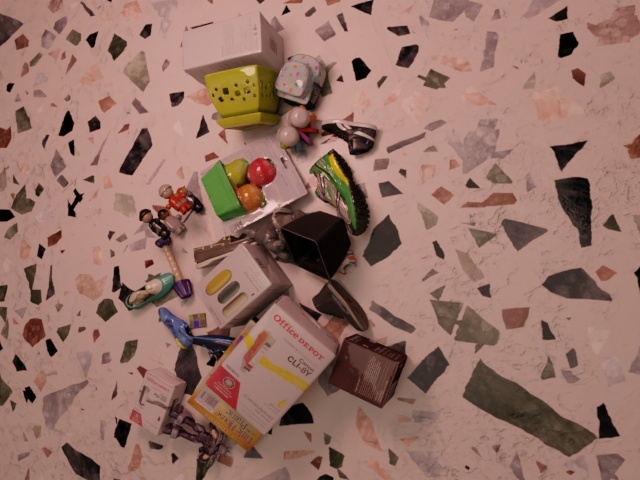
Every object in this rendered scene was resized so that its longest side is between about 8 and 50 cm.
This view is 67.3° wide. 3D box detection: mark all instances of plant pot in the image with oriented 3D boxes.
[{"bbox_3d":[-0.288,-0.545,1.876,0.229,0.227,0.207,-4,99,19],"label":"plant pot"},{"bbox_3d":[0.000,0.000,1.720,0.188,0.187,0.167,22,54,43],"label":"plant pot"}]

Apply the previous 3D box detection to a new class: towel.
[{"bbox_3d":[-0.507,0.331,1.986,0.083,0.009,0.060,-8,83,19],"label":"towel"}]

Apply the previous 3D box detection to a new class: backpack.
[{"bbox_3d":[-0.073,-0.622,1.855,0.166,0.144,0.188,25,90,26],"label":"backpack"}]

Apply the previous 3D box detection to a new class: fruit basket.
[{"bbox_3d":[-0.268,-0.225,1.894,0.353,0.165,0.326,-27,68,-4],"label":"fruit basket"}]

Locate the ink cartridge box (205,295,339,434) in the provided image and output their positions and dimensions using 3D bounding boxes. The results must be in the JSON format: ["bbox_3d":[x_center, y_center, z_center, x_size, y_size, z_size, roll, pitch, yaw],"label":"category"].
[{"bbox_3d":[-0.162,0.425,1.677,0.279,0.160,0.384,41,97,2],"label":"ink cartridge box"}]

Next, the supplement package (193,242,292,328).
[{"bbox_3d":[-0.290,0.173,1.823,0.263,0.198,0.199,-41,74,12],"label":"supplement package"}]

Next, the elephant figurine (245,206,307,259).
[{"bbox_3d":[-0.123,-0.059,1.827,0.239,0.186,0.169,-55,36,-4],"label":"elephant figurine"}]

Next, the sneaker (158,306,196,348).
[{"bbox_3d":[-0.586,0.345,1.984,0.082,0.069,0.209,-43,74,8],"label":"sneaker"}]

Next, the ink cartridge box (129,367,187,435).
[{"bbox_3d":[-0.663,0.656,1.968,0.159,0.092,0.217,21,90,20],"label":"ink cartridge box"}]

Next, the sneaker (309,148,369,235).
[{"bbox_3d":[0.071,-0.162,1.778,0.146,0.134,0.343,-32,66,22],"label":"sneaker"}]

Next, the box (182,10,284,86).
[{"bbox_3d":[-0.346,-0.748,1.926,0.346,0.215,0.168,-5,83,19],"label":"box"}]

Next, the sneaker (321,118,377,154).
[{"bbox_3d":[0.096,-0.383,1.801,0.217,0.079,0.121,10,87,19],"label":"sneaker"}]

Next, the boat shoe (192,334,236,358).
[{"bbox_3d":[-0.390,0.424,1.886,0.259,0.109,0.088,4,90,22],"label":"boat shoe"}]

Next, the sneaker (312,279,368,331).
[{"bbox_3d":[0.074,0.260,1.759,0.118,0.083,0.222,-46,75,26],"label":"sneaker"}]

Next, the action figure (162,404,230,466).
[{"bbox_3d":[-0.471,0.764,1.890,0.285,0.099,0.185,23,86,17],"label":"action figure"}]

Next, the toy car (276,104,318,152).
[{"bbox_3d":[-0.081,-0.419,1.851,0.136,0.159,0.181,29,95,-17],"label":"toy car"}]

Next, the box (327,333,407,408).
[{"bbox_3d":[0.165,0.440,1.649,0.203,0.168,0.166,21,93,20],"label":"box"}]

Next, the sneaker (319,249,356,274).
[{"bbox_3d":[0.058,0.098,1.780,0.161,0.057,0.075,-25,71,13],"label":"sneaker"}]

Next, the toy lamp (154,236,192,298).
[{"bbox_3d":[-0.611,0.116,2.010,0.080,0.080,0.274,-34,74,14],"label":"toy lamp"}]

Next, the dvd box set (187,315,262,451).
[{"bbox_3d":[-0.260,0.540,1.811,0.308,0.062,0.420,37,98,3],"label":"dvd box set"}]

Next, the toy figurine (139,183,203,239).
[{"bbox_3d":[-0.607,-0.123,1.959,0.148,0.209,0.213,41,103,2],"label":"toy figurine"}]

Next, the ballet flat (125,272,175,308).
[{"bbox_3d":[-0.727,0.219,2.035,0.247,0.087,0.083,-34,74,13],"label":"ballet flat"}]

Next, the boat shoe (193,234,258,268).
[{"bbox_3d":[-0.380,0.029,1.918,0.305,0.109,0.091,-20,83,21],"label":"boat shoe"}]
